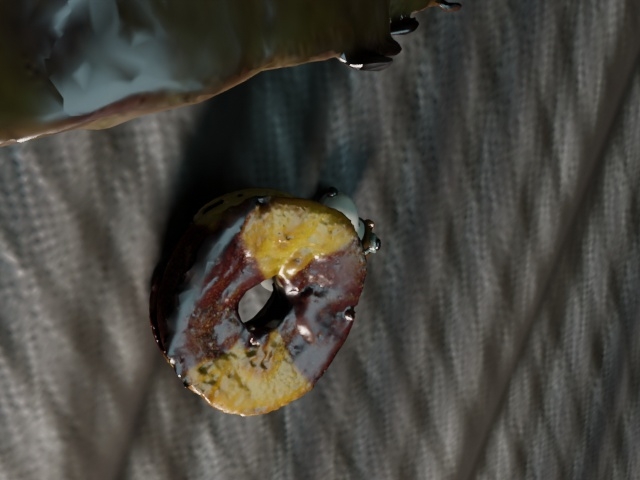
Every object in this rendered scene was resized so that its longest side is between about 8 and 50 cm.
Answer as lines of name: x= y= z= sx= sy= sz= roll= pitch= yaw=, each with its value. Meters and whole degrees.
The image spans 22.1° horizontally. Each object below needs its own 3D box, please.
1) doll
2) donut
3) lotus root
doll: x=0.000 y=0.006 z=1.056 sx=0.085 sy=0.040 sz=0.058 roll=-51 pitch=133 yaw=-19
donut: x=-0.041 y=0.031 z=0.981 sx=0.140 sy=0.059 sz=0.140 roll=-11 pitch=114 yaw=-26
lotus root: x=-0.135 y=-0.080 z=0.580 sx=0.375 sy=0.390 sz=0.111 roll=-17 pitch=99 yaw=3
